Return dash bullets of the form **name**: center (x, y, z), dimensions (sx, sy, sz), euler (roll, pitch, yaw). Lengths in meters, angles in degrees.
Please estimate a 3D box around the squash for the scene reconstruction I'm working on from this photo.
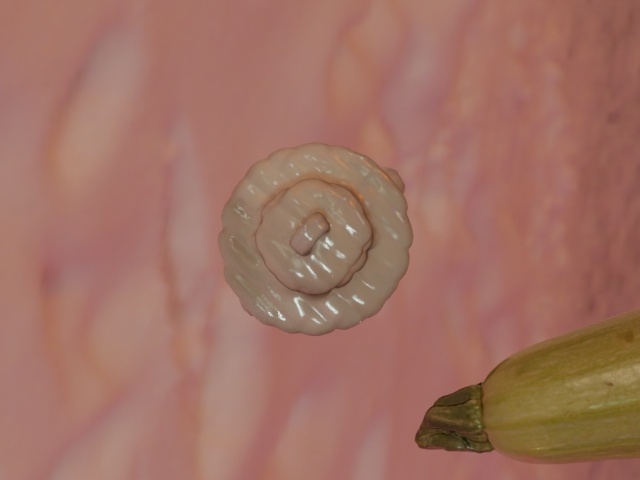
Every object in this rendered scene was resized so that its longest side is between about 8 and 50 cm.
- **squash**: center (0.155, 0.075, 0.992), dimensions (0.094, 0.224, 0.094), euler (-14, 90, -80)

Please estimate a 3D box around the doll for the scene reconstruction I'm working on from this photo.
- **doll**: center (0.000, 0.000, 1.268), dimensions (0.138, 0.119, 0.293), euler (-37, 178, 0)
